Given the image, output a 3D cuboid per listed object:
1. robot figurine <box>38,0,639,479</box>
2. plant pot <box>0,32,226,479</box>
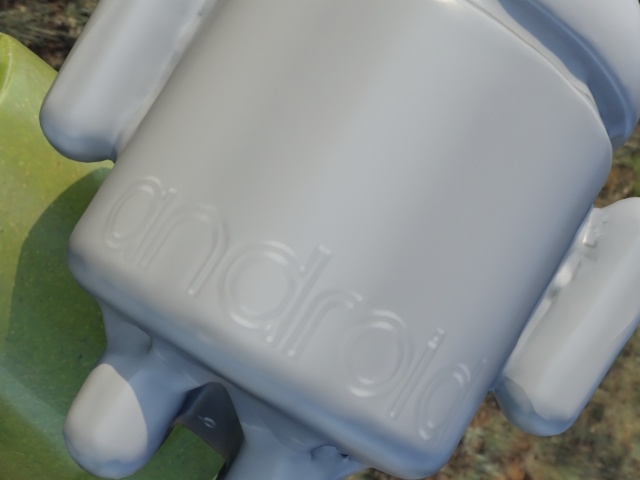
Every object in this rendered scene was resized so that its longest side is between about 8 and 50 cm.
[{"bbox_3d":[0.021,-0.031,0.488,0.353,0.300,0.200,-60,-175,-8],"label":"robot figurine"},{"bbox_3d":[-0.178,0.016,0.640,0.254,0.276,0.276,50,60,-40],"label":"plant pot"}]
